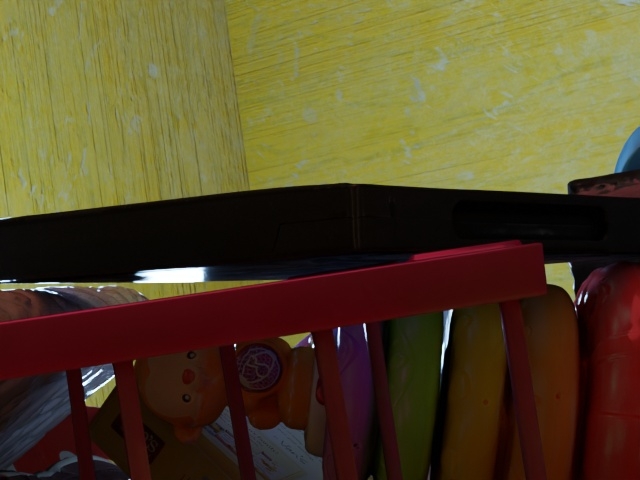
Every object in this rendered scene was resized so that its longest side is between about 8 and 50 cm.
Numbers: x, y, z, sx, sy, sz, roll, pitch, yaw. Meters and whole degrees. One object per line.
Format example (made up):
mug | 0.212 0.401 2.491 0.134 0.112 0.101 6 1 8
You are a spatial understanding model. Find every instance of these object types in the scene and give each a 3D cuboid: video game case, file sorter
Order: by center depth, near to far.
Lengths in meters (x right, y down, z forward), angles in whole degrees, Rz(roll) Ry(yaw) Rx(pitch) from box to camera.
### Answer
file sorter | -0.074 0.113 0.618 0.291 0.182 0.202 -8 -2 -14
video game case | 0.000 0.000 0.860 0.275 0.035 0.248 -4 -4 43

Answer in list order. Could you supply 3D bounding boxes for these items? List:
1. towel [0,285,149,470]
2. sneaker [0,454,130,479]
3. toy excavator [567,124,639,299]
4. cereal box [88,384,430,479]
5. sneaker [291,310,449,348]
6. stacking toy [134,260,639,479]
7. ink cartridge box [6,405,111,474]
towel | -0.247 0.133 0.912 0.317 0.053 0.332 -40 -5 5
sneaker | -0.116 0.179 0.926 0.162 0.106 0.281 4 8 18
toy excavator | 0.336 0.051 1.211 0.222 0.433 0.445 -9 25 17
cereal box | -0.008 0.140 0.979 0.047 0.173 0.240 -55 -21 15
sneaker | -0.005 0.110 1.181 0.282 0.102 0.161 -49 -24 -5
stacking toy | 0.052 0.082 0.866 0.302 0.175 0.166 7 -3 1
ink cartridge box | -0.222 0.180 1.148 0.225 0.181 0.056 6 45 25
